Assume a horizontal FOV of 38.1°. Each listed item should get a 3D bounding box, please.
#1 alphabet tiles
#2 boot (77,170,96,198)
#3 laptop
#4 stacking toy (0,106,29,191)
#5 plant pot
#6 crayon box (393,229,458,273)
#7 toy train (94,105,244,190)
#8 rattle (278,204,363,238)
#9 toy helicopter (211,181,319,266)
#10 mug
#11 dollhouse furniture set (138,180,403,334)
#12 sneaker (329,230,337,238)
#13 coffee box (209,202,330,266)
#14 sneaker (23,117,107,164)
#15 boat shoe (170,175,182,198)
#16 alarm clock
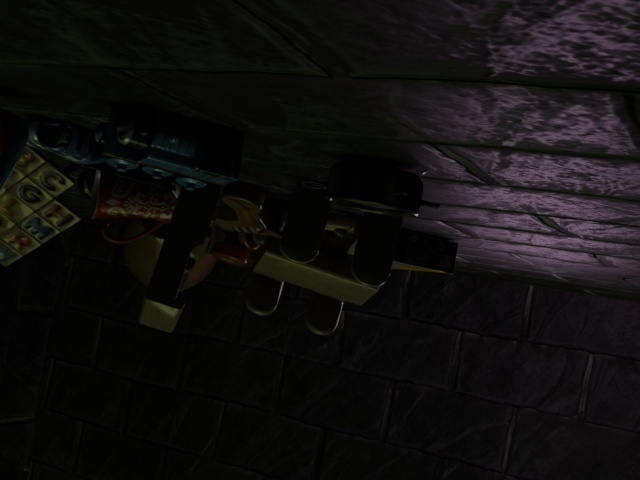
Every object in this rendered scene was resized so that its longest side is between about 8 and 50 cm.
[{"bbox_3d":[-0.571,-0.081,1.531,0.343,0.011,0.285,-26,123,34],"label":"alphabet tiles"},{"bbox_3d":[-0.440,-0.106,2.111,0.137,0.076,0.198,3,175,22],"label":"boot"},{"bbox_3d":[-0.423,-0.080,1.717,0.264,0.136,0.234,15,-177,-17],"label":"laptop"},{"bbox_3d":[-0.498,-0.154,1.094,0.175,0.165,0.302,21,168,15],"label":"stacking toy"},{"bbox_3d":[-0.353,-0.023,2.167,0.237,0.237,0.254,10,163,-4],"label":"plant pot"},{"bbox_3d":[0.159,0.019,2.269,0.202,0.081,0.318,12,175,-29],"label":"crayon box"},{"bbox_3d":[-0.191,-0.119,1.182,0.184,0.080,0.105,15,165,-31],"label":"toy train"},{"bbox_3d":[0.000,0.000,2.034,0.200,0.142,0.130,3,-167,15],"label":"rattle"},{"bbox_3d":[-0.119,-0.034,1.913,0.235,0.140,0.355,16,165,11],"label":"toy helicopter"},{"bbox_3d":[-0.384,-0.073,1.920,0.169,0.150,0.113,7,-164,-20],"label":"mug"},{"bbox_3d":[-0.100,0.071,1.697,0.394,0.256,0.362,19,158,-8],"label":"dollhouse furniture set"},{"bbox_3d":[0.068,-0.017,2.129,0.075,0.063,0.170,13,171,-39],"label":"sneaker"},{"bbox_3d":[-0.114,0.003,2.142,0.247,0.141,0.098,16,177,7],"label":"coffee box"},{"bbox_3d":[-0.379,-0.149,1.401,0.144,0.053,0.059,11,174,-30],"label":"sneaker"},{"bbox_3d":[-0.258,-0.093,1.867,0.063,0.066,0.184,23,180,10],"label":"boat shoe"},{"bbox_3d":[0.057,-0.073,1.265,0.192,0.064,0.129,5,175,31],"label":"alarm clock"}]
